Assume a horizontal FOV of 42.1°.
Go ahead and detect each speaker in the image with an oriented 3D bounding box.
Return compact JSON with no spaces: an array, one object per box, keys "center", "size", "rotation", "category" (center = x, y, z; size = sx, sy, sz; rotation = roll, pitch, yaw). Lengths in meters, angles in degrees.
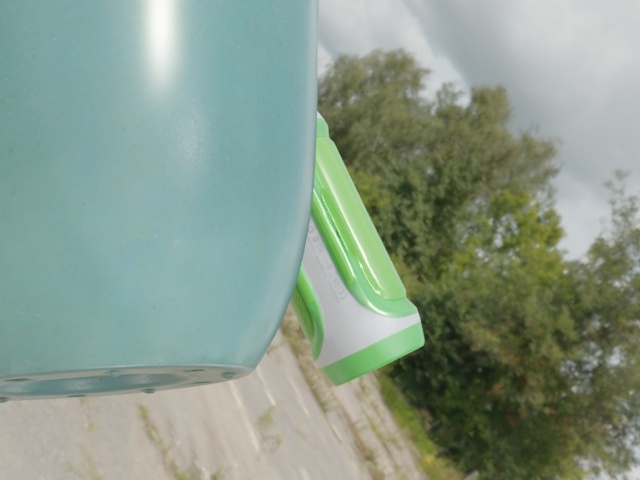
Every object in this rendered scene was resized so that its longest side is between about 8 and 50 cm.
[{"center":[0.000,0.000,0.896],"size":[0.131,0.131,0.297],"rotation":[54,10,-82],"category":"speaker"}]

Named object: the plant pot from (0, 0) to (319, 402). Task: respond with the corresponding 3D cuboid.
[{"center":[-0.135,-0.031,0.485],"size":[0.293,0.292,0.235],"rotation":[56,27,-75],"category":"plant pot"}]
